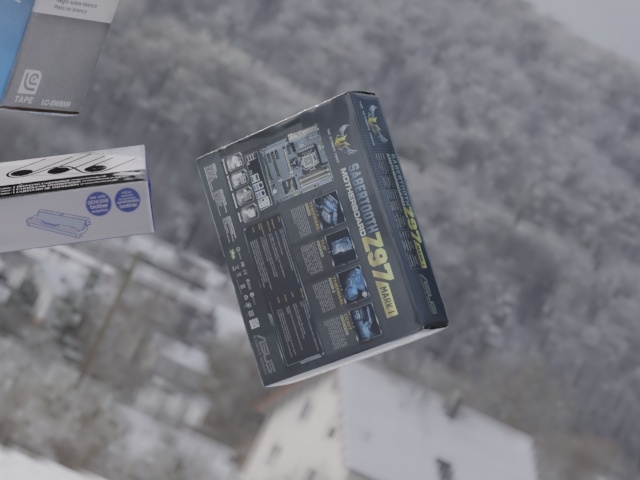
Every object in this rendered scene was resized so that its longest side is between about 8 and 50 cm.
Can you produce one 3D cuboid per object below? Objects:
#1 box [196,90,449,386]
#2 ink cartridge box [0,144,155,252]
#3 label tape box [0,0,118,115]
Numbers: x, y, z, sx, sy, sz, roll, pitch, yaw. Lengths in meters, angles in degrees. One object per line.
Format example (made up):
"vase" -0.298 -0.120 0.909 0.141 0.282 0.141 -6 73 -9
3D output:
"box" 0.000 0.000 1.713 0.183 0.233 0.059 -23 -9 30
"ink cartridge box" -0.232 -0.027 1.398 0.207 0.046 0.097 -8 20 -4
"label tape box" -0.256 -0.302 1.525 0.240 0.334 0.106 31 18 33
